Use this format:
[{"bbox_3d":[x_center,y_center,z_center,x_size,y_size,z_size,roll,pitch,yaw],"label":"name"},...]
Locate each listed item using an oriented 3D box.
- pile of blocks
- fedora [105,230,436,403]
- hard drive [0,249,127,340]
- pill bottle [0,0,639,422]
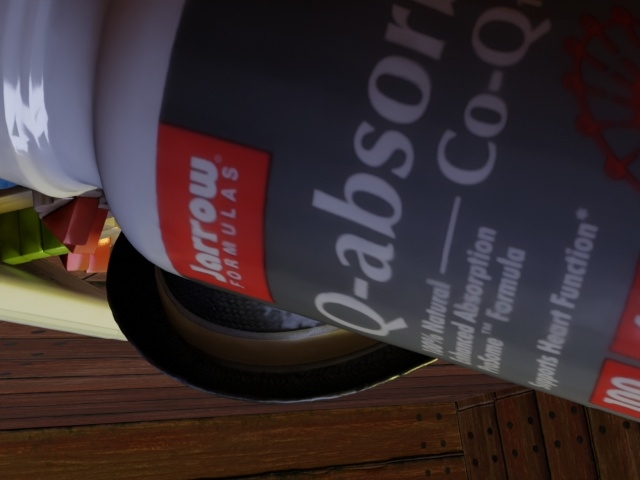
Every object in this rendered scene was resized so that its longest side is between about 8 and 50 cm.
[{"bbox_3d":[-0.224,-0.034,0.959,0.149,0.112,0.362,-6,165,-10],"label":"pile of blocks"},{"bbox_3d":[-0.007,-0.043,0.859,0.334,0.334,0.152,-9,133,1],"label":"fedora"},{"bbox_3d":[-0.321,0.021,1.057,0.203,0.040,0.307,25,180,24],"label":"hard drive"},{"bbox_3d":[0.032,-0.062,0.517,0.363,0.210,0.210,16,171,13],"label":"pill bottle"}]
